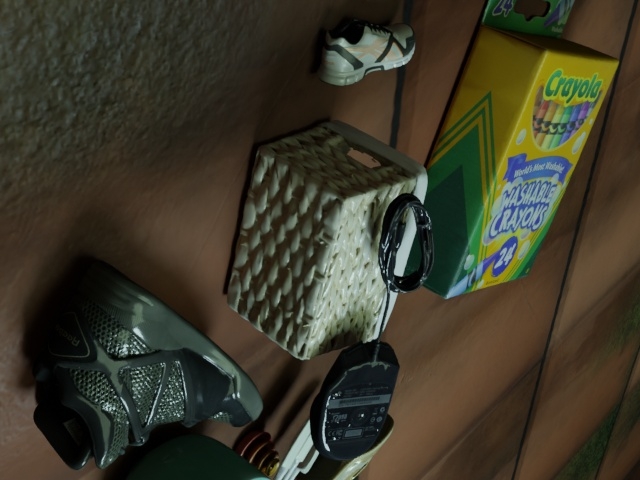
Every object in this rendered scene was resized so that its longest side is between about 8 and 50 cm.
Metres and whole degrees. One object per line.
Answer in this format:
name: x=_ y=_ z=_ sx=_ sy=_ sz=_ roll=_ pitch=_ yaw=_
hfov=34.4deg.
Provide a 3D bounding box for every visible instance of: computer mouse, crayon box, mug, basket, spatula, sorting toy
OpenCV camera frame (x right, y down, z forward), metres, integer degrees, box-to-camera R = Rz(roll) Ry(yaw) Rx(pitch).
computer mouse: x=0.038 y=0.072 z=0.833 sx=0.071 sy=0.041 sz=0.242 roll=3 pitch=113 yaw=-32
crayon box: x=0.207 y=-0.107 z=1.098 sx=0.203 sy=0.083 sz=0.323 roll=-9 pitch=123 yaw=-54
mug: x=-0.125 y=0.242 z=0.886 sx=0.158 sy=0.097 sz=0.129 roll=-43 pitch=147 yaw=-26
basket: x=0.000 y=0.000 z=0.851 sx=0.103 sy=0.113 sz=0.167 roll=-16 pitch=130 yaw=-46
spatula: x=-0.047 y=0.267 z=1.056 sx=0.242 sy=0.019 sz=0.168 roll=-59 pitch=171 yaw=-10
sorting toy: x=-0.066 y=0.239 z=1.028 sx=0.061 sy=0.042 sz=0.102 roll=-28 pitch=138 yaw=-42

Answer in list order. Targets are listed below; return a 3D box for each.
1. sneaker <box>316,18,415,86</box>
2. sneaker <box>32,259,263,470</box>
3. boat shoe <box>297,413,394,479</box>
sneaker: x=0.042 y=-0.161 z=0.842 sx=0.109 sy=0.040 sz=0.044 roll=-32 pitch=138 yaw=-40
sneaker: x=-0.133 y=0.115 z=0.778 sx=0.130 sy=0.087 sz=0.227 roll=-54 pitch=147 yaw=-7
boat shoe: x=0.029 y=0.246 z=1.178 sx=0.135 sy=0.050 sz=0.045 roll=-35 pitch=147 yaw=-20
